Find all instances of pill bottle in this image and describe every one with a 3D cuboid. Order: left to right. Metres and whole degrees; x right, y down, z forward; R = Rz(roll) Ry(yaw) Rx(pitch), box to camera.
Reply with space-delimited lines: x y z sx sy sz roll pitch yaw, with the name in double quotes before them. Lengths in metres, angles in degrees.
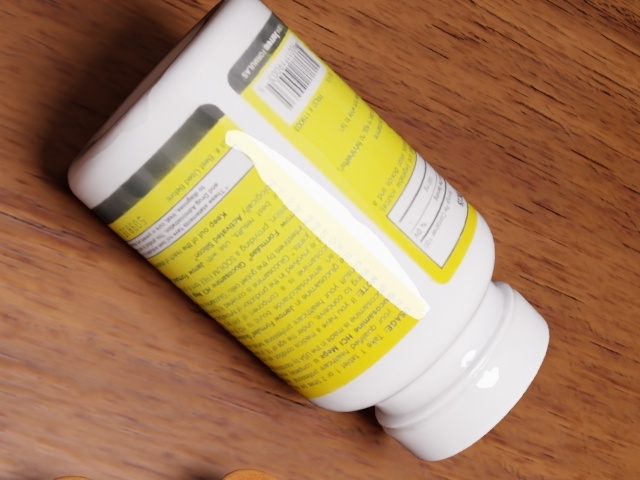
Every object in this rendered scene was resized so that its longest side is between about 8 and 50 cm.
"pill bottle" 0.000 0.000 0.927 0.334 0.188 0.188 43 53 -13

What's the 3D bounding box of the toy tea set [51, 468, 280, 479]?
"toy tea set" -0.150 0.245 0.798 0.336 0.124 0.200 2 41 -30
